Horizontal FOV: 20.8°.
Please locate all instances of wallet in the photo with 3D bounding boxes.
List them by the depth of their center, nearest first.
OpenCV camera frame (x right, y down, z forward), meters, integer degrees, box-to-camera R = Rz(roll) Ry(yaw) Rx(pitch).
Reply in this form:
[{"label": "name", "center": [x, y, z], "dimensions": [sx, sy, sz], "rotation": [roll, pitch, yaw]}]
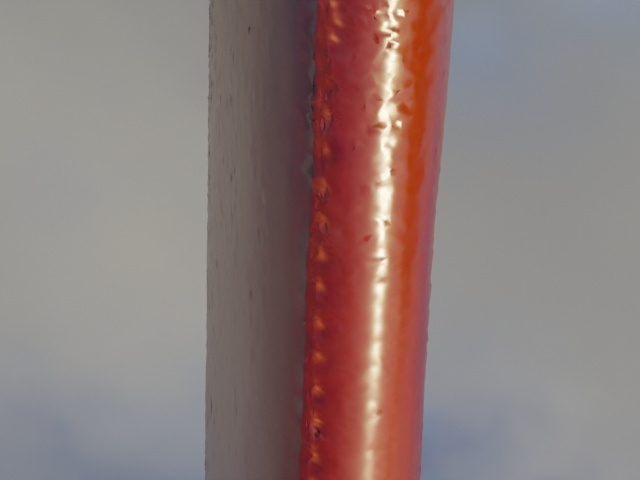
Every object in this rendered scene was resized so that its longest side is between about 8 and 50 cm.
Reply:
[{"label": "wallet", "center": [0.000, 0.000, 0.386], "dimensions": [0.045, 0.204, 0.142], "rotation": [-1, -159, -9]}]
